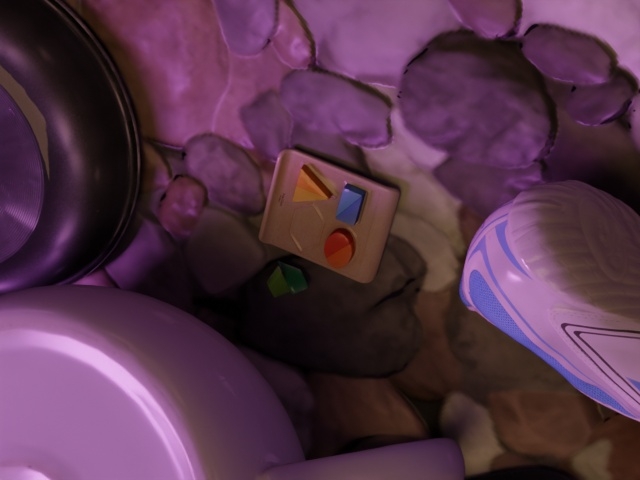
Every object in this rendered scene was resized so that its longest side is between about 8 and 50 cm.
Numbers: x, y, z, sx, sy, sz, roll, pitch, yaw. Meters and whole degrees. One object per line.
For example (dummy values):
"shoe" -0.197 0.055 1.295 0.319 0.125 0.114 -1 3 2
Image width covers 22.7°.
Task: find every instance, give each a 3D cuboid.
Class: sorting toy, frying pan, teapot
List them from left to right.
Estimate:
"frying pan" -0.222 -0.010 0.845 0.197 0.053 0.326 38 122 -3
"teapot" -0.098 0.139 0.806 0.256 0.187 0.252 35 101 21
"sorting toy" 0.000 0.000 0.783 0.062 0.012 0.083 20 124 8

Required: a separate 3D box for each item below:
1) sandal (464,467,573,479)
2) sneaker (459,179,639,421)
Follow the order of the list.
"sandal" 0.029 0.184 0.855 0.255 0.054 0.097 -26 107 31
"sneaker" 0.171 0.055 0.719 0.237 0.085 0.086 32 152 -4
